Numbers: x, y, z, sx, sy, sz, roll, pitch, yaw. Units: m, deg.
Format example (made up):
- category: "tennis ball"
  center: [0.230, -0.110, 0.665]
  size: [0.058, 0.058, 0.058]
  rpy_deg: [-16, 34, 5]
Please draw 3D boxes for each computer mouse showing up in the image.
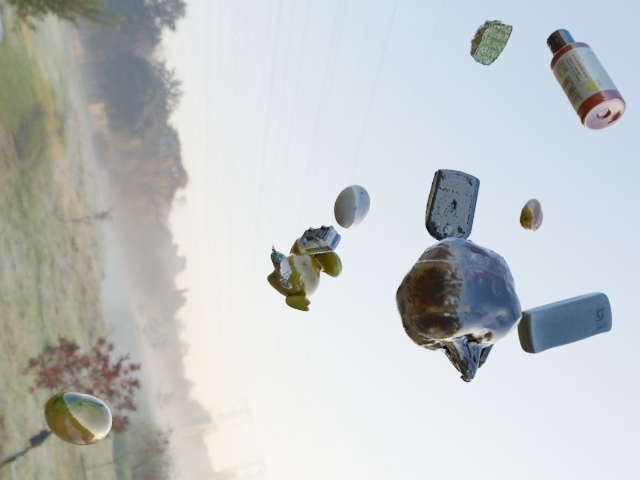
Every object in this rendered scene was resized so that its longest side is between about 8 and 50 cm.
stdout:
- category: "computer mouse"
  center: [0.456, -0.114, 2.633]
  size: [0.100, 0.170, 0.270]
  rpy_deg: [120, -15, -78]

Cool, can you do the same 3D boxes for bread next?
- category: "bread"
  center: [0.557, -0.669, 2.483]
  size: [0.156, 0.103, 0.110]
  rpy_deg: [-58, -162, 33]

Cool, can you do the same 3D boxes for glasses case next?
- category: "glasses case"
  center: [0.736, 0.244, 2.263]
  size: [0.074, 0.323, 0.131]
  rpy_deg: [-176, -104, -66]

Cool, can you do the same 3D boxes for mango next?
- category: "mango"
  center: [-0.469, 0.335, 1.439]
  size: [0.163, 0.111, 0.090]
  rpy_deg: [49, 27, -49]
- category: "mango"
  center: [0.609, -0.076, 2.171]
  size: [0.060, 0.114, 0.080]
  rpy_deg: [4, -55, 32]

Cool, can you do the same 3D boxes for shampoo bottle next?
- category: "shampoo bottle"
  center: [0.605, -0.387, 1.755]
  size: [0.104, 0.104, 0.278]
  rpy_deg: [96, -17, -52]

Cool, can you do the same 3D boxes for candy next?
- category: "candy"
  center: [-0.107, 0.072, 2.090]
  size: [0.045, 0.043, 0.175]
  rpy_deg: [33, -27, 33]

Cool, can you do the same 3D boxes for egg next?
- category: "egg"
  center: [0.091, -0.099, 2.203]
  size: [0.135, 0.103, 0.103]
  rpy_deg: [-66, -158, 7]

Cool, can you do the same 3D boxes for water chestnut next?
- category: "water chestnut"
  center: [0.291, 0.135, 1.571]
  size: [0.244, 0.289, 0.289]
  rpy_deg: [42, -30, 26]

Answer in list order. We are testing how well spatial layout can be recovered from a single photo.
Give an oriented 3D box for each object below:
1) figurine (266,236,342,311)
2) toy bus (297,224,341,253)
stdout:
- category: "figurine"
  center: [-0.054, 0.088, 2.315]
  size: [0.215, 0.228, 0.215]
  rpy_deg: [32, -41, 32]
- category: "toy bus"
  center: [0.000, 0.000, 1.827]
  size: [0.102, 0.052, 0.058]
  rpy_deg: [-8, -47, 48]
